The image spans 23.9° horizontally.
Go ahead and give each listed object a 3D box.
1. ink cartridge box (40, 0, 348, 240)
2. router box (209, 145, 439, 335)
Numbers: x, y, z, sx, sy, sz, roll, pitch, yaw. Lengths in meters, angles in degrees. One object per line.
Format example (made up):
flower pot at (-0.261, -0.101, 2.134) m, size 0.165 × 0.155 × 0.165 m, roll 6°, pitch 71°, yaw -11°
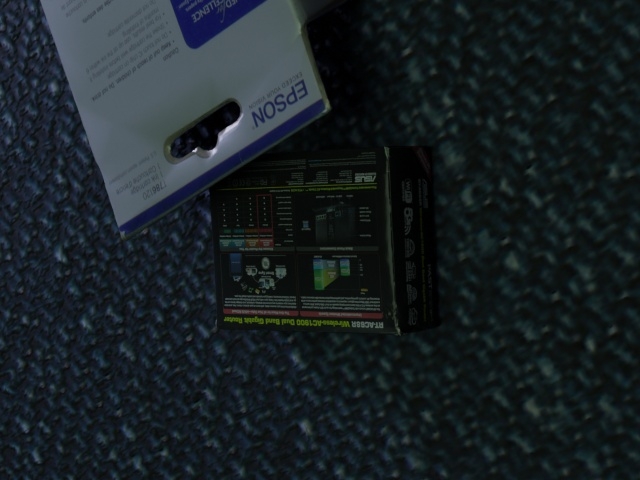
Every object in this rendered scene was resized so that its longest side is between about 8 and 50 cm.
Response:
ink cartridge box at (-0.088, -0.182, 0.805) m, size 0.165 × 0.065 × 0.333 m, roll -28°, pitch 76°, yaw 36°
router box at (0.000, 0.000, 0.767) m, size 0.122 × 0.038 × 0.092 m, roll 0°, pitch 93°, yaw 39°
